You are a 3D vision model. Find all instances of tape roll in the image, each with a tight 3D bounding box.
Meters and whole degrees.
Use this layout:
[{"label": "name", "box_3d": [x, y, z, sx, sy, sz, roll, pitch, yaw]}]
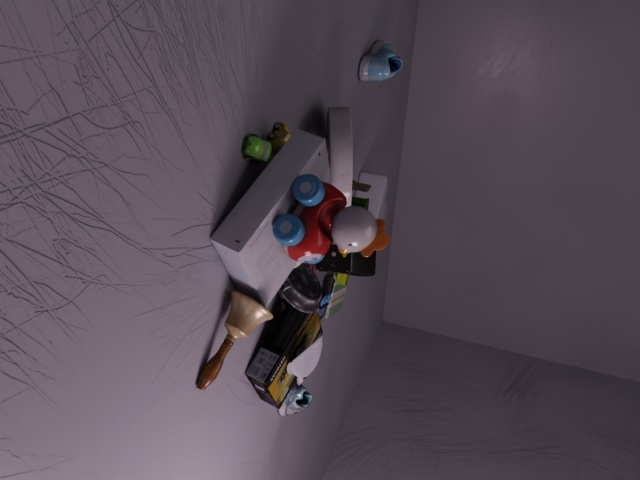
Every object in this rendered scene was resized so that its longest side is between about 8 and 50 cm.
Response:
[{"label": "tape roll", "box_3d": [0.057, -0.242, 1.784, 0.392, 0.072, 0.391, 180, -90, -89]}]

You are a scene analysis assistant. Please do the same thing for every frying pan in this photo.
[{"label": "frying pan", "box_3d": [-0.107, 0.115, 1.634, 0.326, 0.053, 0.197, 22, 40, -45]}]

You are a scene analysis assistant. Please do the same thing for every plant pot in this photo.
[{"label": "plant pot", "box_3d": [0.078, 0.035, 1.885, 0.167, 0.188, 0.187, -14, 109, -63]}]

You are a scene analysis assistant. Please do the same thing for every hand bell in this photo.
[{"label": "hand bell", "box_3d": [-0.233, 0.258, 1.338, 0.242, 0.126, 0.126, -58, 159, -19]}]

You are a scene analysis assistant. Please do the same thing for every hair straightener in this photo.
[{"label": "hair straightener", "box_3d": [0.005, 0.243, 2.266, 0.089, 0.047, 0.230, 71, 38, -62]}]

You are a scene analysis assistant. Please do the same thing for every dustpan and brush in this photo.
[{"label": "dustpan and brush", "box_3d": [-0.056, 0.407, 1.747, 0.147, 0.060, 0.211, -35, 136, -37]}]

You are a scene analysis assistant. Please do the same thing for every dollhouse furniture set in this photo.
[{"label": "dollhouse furniture set", "box_3d": [0.131, -0.077, 2.255, 0.197, 0.152, 0.301, -55, 153, -56]}]

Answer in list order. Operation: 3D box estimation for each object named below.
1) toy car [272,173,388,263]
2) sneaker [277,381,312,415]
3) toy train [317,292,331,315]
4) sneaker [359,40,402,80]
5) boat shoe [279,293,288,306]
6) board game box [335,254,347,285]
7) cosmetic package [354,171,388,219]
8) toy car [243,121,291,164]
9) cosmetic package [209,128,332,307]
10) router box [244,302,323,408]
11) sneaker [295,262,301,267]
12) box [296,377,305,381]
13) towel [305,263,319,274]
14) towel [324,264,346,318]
[{"label": "toy car", "box_3d": [0.045, -0.018, 1.320, 0.210, 0.238, 0.219, -64, 157, -8]}, {"label": "sneaker", "box_3d": [-0.091, 0.594, 2.003, 0.283, 0.122, 0.110, 76, 30, -58]}, {"label": "toy train", "box_3d": [-0.016, 0.251, 2.121, 0.184, 0.080, 0.105, -6, 116, -77]}, {"label": "sneaker", "box_3d": [0.278, -0.747, 2.293, 0.365, 0.150, 0.135, -61, 158, -49]}, {"label": "boat shoe", "box_3d": [-0.113, 0.168, 1.752, 0.049, 0.056, 0.152, -45, 147, -39]}, {"label": "board game box", "box_3d": [0.111, 0.103, 2.374, 0.092, 0.043, 0.181, 18, 86, -81]}, {"label": "cosmetic package", "box_3d": [0.247, -0.182, 2.633, 0.224, 0.138, 0.223, 48, 54, -70]}, {"label": "toy car", "box_3d": [-0.133, -0.210, 1.383, 0.225, 0.053, 0.238, 27, 75, -75]}, {"label": "cosmetic package", "box_3d": [-0.102, -0.053, 1.393, 0.377, 0.098, 0.284, -56, 158, -25]}, {"label": "router box", "box_3d": [-0.108, 0.359, 1.753, 0.308, 0.081, 0.242, -58, 157, -27]}, {"label": "sneaker", "box_3d": [-0.042, -0.068, 1.668, 0.148, 0.131, 0.349, 53, 50, -65]}, {"label": "box", "box_3d": [-0.069, 0.483, 2.182, 0.116, 0.029, 0.161, 21, 82, -75]}, {"label": "towel", "box_3d": [0.000, 0.000, 1.975, 0.329, 0.037, 0.236, -39, 132, -72]}, {"label": "towel", "box_3d": [0.085, 0.181, 2.511, 0.248, 0.038, 0.324, -11, 113, -72]}]
